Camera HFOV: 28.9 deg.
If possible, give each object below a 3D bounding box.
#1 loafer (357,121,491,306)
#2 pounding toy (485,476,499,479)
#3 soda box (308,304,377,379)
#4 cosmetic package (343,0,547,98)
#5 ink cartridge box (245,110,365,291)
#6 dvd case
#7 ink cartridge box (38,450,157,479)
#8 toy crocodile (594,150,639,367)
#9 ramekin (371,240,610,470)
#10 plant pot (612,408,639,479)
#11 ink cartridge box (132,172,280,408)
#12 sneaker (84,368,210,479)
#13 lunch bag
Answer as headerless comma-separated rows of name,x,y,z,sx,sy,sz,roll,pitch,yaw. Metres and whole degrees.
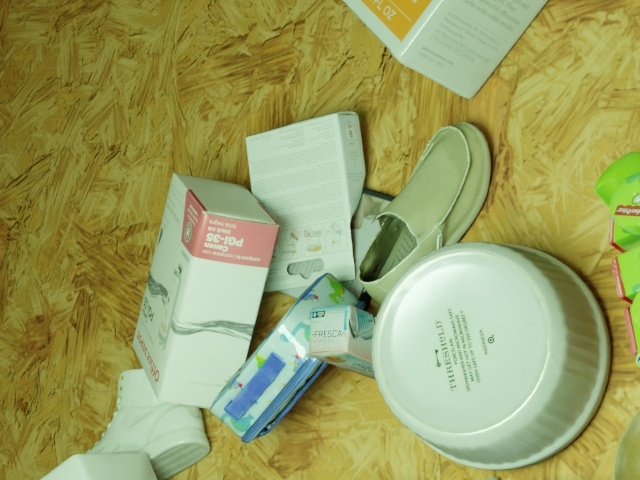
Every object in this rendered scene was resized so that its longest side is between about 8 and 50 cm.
loafer,0.131,-0.031,1.600,0.102,0.092,0.269,26,94,47
pounding toy,0.114,0.393,1.480,0.236,0.110,0.183,-10,53,11
soda box,0.060,0.131,1.546,0.058,0.183,0.063,-7,70,32
cosmetic package,0.228,-0.440,1.601,0.453,0.161,0.230,-53,46,17
ink cartridge box,-0.016,-0.053,1.772,0.189,0.066,0.232,-10,89,42
dvd case,0.000,0.000,1.772,0.253,0.022,0.180,19,90,47
ink cartridge box,-0.316,0.523,1.716,0.279,0.160,0.385,-36,65,21
toy crocodile,0.357,0.044,1.313,0.105,0.115,0.341,-29,48,34
ramekin,0.183,0.124,1.421,0.272,0.127,0.273,-7,74,26
plant pot,0.403,0.213,1.223,0.236,0.032,0.236,-29,31,20
ink cartridge box,-0.168,0.071,1.768,0.207,0.117,0.283,-136,58,-64
sneaker,-0.296,0.296,1.913,0.292,0.108,0.169,-29,55,23
lunch bag,-0.044,0.157,1.628,0.090,0.176,0.219,41,123,5
